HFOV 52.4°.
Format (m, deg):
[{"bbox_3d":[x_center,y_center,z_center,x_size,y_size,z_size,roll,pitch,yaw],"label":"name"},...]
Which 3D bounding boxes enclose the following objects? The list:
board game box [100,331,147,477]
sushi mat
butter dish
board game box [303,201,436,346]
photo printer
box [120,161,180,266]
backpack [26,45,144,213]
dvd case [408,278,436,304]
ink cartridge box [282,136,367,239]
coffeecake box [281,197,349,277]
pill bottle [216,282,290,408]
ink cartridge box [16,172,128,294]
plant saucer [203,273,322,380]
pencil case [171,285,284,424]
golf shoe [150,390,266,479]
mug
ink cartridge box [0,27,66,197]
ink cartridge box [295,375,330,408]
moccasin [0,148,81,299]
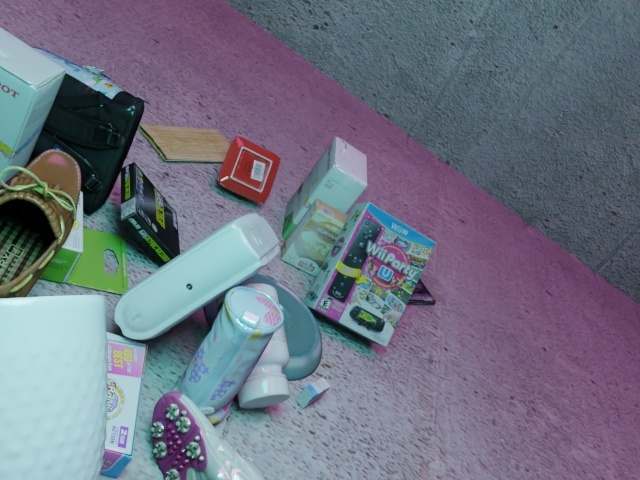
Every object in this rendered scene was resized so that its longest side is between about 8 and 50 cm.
[{"bbox_3d":[-0.448,0.224,1.043,0.316,0.064,0.242,25,31,-24],"label":"board game box"},{"bbox_3d":[-0.377,-0.284,1.928,0.151,0.019,0.316,49,29,22],"label":"sushi mat"},{"bbox_3d":[-0.221,-0.196,1.889,0.160,0.118,0.160,24,73,-23],"label":"butter dish"},{"bbox_3d":[0.127,0.085,1.675,0.224,0.303,0.097,30,-10,-16],"label":"board game box"},{"bbox_3d":[-0.237,0.071,1.244,0.107,0.307,0.256,57,9,-3],"label":"photo printer"},{"bbox_3d":[-0.381,-0.054,1.464,0.184,0.045,0.190,56,11,-42],"label":"box"},{"bbox_3d":[-0.590,-0.278,1.438,0.355,0.290,0.273,24,22,-12],"label":"backpack"},{"bbox_3d":[0.258,0.116,2.075,0.164,0.018,0.221,6,42,-43],"label":"dvd case"},{"bbox_3d":[0.014,-0.131,1.880,0.117,0.278,0.201,29,30,-15],"label":"ink cartridge box"},{"bbox_3d":[0.000,0.000,1.767,0.142,0.185,0.068,27,28,-19],"label":"coffeecake box"},{"bbox_3d":[-0.133,0.214,1.317,0.131,0.131,0.229,10,57,-41],"label":"pill bottle"},{"bbox_3d":[-0.493,-0.009,1.303,0.255,0.097,0.189,17,34,-33],"label":"ink cartridge box"},{"bbox_3d":[-0.120,0.183,1.511,0.317,0.043,0.317,28,30,-18],"label":"plant saucer"},{"bbox_3d":[-0.172,0.211,1.172,0.113,0.273,0.124,37,24,10],"label":"pencil case"},{"bbox_3d":[-0.174,0.388,1.094,0.306,0.115,0.140,56,22,18],"label":"golf shoe"},{"bbox_3d":[-0.450,0.240,0.789,0.374,0.328,0.276,-3,-5,-6],"label":"mug"},{"bbox_3d":[-0.658,-0.249,1.243,0.226,0.306,0.131,32,29,-12],"label":"ink cartridge box"},{"bbox_3d":[-0.011,0.328,1.413,0.028,0.048,0.083,48,30,18],"label":"ink cartridge box"},{"bbox_3d":[-0.495,-0.034,1.092,0.139,0.147,0.380,33,37,-16],"label":"moccasin"}]
